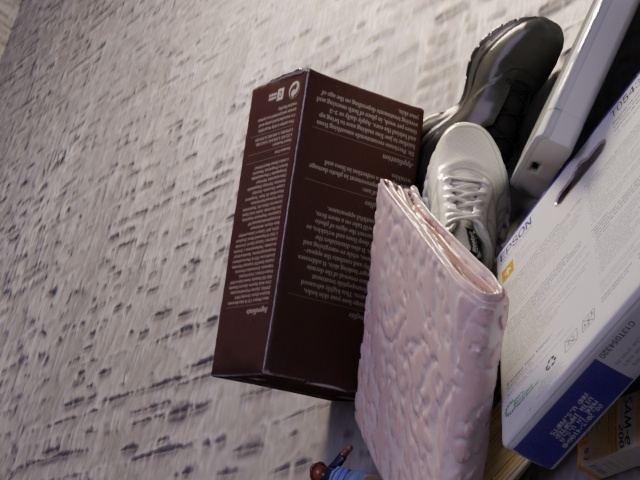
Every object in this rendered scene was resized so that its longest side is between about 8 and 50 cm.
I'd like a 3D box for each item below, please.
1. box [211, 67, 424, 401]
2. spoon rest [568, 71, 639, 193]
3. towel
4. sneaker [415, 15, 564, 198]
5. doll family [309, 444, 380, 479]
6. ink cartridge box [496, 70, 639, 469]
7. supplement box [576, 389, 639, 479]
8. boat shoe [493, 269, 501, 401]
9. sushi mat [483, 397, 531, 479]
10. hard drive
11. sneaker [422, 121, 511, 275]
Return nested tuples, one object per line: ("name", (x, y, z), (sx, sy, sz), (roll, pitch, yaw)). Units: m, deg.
("box", (0.000, 0.000, 1.801), (0.143, 0.191, 0.381), (-12, 66, 54))
("spoon rest", (0.351, -0.110, 1.563), (0.276, 0.084, 0.137), (-59, 29, -1))
("towel", (0.113, 0.139, 1.552), (0.317, 0.053, 0.332), (-120, 31, -61))
("sneaker", (0.217, -0.151, 1.810), (0.286, 0.109, 0.130), (-54, 34, 25))
("doll family", (0.012, 0.335, 1.668), (0.111, 0.076, 0.193), (4, 62, 61))
("ink cartridge box", (0.288, 0.008, 1.412), (0.324, 0.071, 0.330), (-55, 13, 31))
("supplement box", (0.298, 0.187, 1.404), (0.098, 0.036, 0.062), (-30, 38, 40))
("boat shoe", (0.208, 0.102, 1.592), (0.060, 0.064, 0.178), (4, 56, 32))
("sushi mat", (0.257, 0.134, 1.504), (0.316, 0.019, 0.151), (-51, 16, 11))
("hard drive", (0.320, -0.236, 1.654), (0.353, 0.047, 0.233), (-64, -5, -11))
("sneaker", (0.168, -0.015, 1.674), (0.118, 0.110, 0.292), (84, -169, -66))
